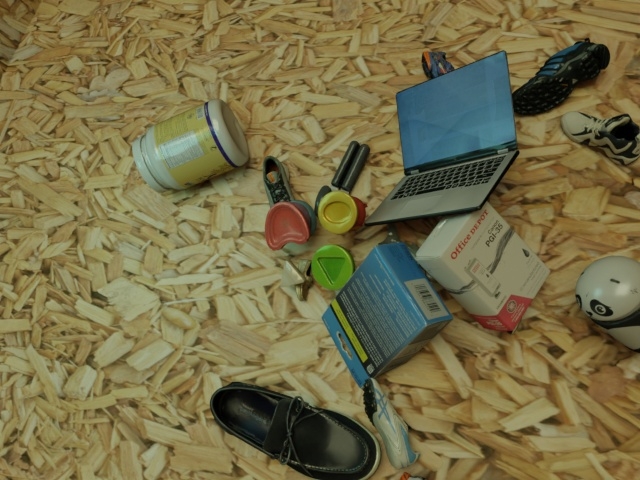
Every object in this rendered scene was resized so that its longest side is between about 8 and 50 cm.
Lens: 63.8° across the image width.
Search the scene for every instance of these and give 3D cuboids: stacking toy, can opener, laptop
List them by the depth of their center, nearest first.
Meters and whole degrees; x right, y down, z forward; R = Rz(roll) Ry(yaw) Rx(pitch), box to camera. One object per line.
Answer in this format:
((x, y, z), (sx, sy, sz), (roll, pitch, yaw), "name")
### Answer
((0.305, -0.265, 1.406), (0.382, 0.236, 0.408), (-8, 32, 50), "laptop")
((0.000, 0.000, 1.536), (0.309, 0.130, 0.279), (-4, 94, 28), "stacking toy")
((0.065, -0.192, 1.630), (0.076, 0.095, 0.283), (23, 85, 24), "can opener")

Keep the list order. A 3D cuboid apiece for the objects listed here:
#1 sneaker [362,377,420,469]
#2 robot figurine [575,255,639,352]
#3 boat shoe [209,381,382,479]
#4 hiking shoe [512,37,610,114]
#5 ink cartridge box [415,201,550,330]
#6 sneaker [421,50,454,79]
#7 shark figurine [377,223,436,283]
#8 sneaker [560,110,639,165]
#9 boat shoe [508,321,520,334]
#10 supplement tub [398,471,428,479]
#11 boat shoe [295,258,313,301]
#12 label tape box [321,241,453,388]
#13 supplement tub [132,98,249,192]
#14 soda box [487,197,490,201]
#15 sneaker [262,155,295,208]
((0.180, 0.469, 1.342), (0.086, 0.085, 0.237), (-17, 74, -24), "sneaker")
((0.730, 0.156, 1.202), (0.209, 0.278, 0.173), (-41, 21, 40), "robot figurine")
((-0.083, 0.508, 1.374), (0.501, 0.156, 0.186), (16, 73, 21), "boat shoe")
((0.705, -0.488, 1.556), (0.304, 0.113, 0.132), (-30, 33, 12), "hiking shoe")
((0.412, 0.061, 1.308), (0.283, 0.117, 0.207), (43, 73, -14), "ink cartridge box")
((0.399, -0.536, 1.671), (0.087, 0.083, 0.221), (-16, 69, 3), "sneaker")
((0.299, 0.030, 1.461), (0.116, 0.166, 0.278), (-62, 35, 15), "shark figurine")
((0.781, -0.315, 1.418), (0.094, 0.153, 0.235), (-39, 63, -2), "sneaker")
((0.519, 0.188, 1.364), (0.042, 0.049, 0.133), (22, 70, 20), "boat shoe")
((0.263, 0.648, 1.228), (0.191, 0.117, 0.117), (28, 80, 24), "supplement tub")
((-0.045, 0.119, 1.570), (0.045, 0.050, 0.135), (-6, 68, 21), "boat shoe")
((0.164, 0.209, 1.396), (0.249, 0.115, 0.347), (60, 139, 28), "label tape box")
((-0.440, -0.316, 1.760), (0.332, 0.241, 0.240), (-21, 65, 10), "supplement tub")
((0.404, -0.141, 1.521), (0.182, 0.061, 0.058), (-6, 69, 15), "soda box")
((-0.139, -0.156, 1.677), (0.100, 0.108, 0.271), (-22, 66, 7), "sneaker")
